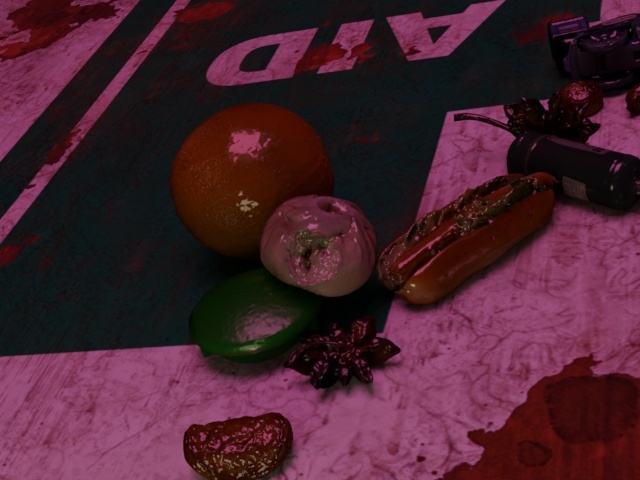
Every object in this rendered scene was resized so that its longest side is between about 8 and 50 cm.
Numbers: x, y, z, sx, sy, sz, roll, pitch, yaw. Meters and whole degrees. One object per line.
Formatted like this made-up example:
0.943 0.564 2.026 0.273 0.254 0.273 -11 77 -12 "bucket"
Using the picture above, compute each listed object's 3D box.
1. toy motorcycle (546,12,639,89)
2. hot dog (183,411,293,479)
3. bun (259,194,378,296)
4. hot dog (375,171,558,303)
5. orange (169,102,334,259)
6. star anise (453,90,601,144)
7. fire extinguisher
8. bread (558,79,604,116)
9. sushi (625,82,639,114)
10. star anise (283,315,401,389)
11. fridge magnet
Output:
0.615 -0.384 2.197 0.358 0.125 0.212 -10 29 10 "toy motorcycle"
-0.108 0.270 1.555 0.147 0.065 0.099 -8 30 -8 "hot dog"
0.000 0.000 1.771 0.178 0.128 0.193 17 19 1 "bun"
0.232 -0.021 1.821 0.337 0.100 0.135 -32 33 -21 "hot dog"
-0.114 -0.097 1.957 0.274 0.274 0.274 -12 31 8 "orange"
0.368 -0.197 2.027 0.234 0.177 0.073 -3 67 54 "star anise"
0.437 -0.106 1.868 0.294 0.118 0.093 21 82 46 "fire extinguisher"
0.473 -0.264 2.139 0.085 0.053 0.085 -12 31 8 "bread"
0.592 -0.259 2.077 0.118 0.061 0.060 -37 40 5 "sushi"
0.033 0.162 1.671 0.168 0.057 0.168 -4 30 3 "star anise"
-0.098 0.112 1.781 0.208 0.088 0.208 -12 32 7 "fridge magnet"
